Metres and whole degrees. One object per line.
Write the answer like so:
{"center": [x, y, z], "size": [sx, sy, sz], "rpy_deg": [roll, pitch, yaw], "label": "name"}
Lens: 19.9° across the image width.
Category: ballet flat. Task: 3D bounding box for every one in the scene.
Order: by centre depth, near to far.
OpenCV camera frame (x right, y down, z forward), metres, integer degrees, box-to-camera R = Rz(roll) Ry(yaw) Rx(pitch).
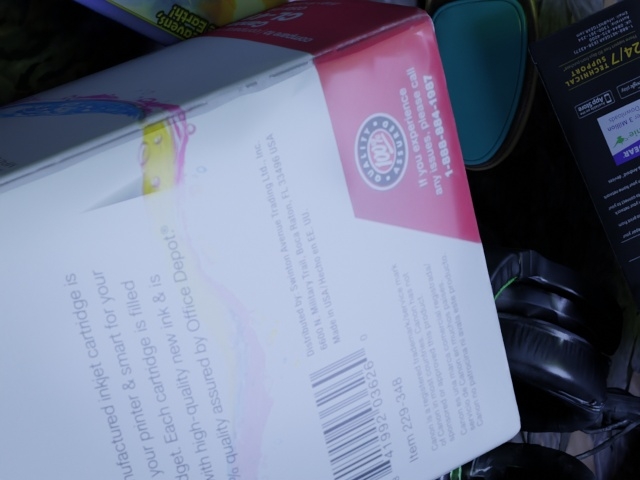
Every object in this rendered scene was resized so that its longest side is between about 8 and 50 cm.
{"center": [0.107, -0.163, 1.159], "size": [0.073, 0.080, 0.232], "rpy_deg": [-27, 116, -63], "label": "ballet flat"}

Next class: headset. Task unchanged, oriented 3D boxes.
{"center": [0.146, 0.127, 1.145], "size": [0.394, 0.185, 0.243], "rpy_deg": [-1, 95, -68], "label": "headset"}

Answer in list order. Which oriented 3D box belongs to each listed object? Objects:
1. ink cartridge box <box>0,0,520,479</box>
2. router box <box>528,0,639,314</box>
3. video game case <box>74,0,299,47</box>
{"center": [-0.078, 0.039, 0.837], "size": [0.306, 0.131, 0.226], "rpy_deg": [-23, 112, -27], "label": "ink cartridge box"}
{"center": [0.251, -0.013, 1.200], "size": [0.242, 0.081, 0.309], "rpy_deg": [69, 18, 11], "label": "router box"}
{"center": [-0.077, -0.229, 0.851], "size": [0.269, 0.061, 0.244], "rpy_deg": [24, 96, -45], "label": "video game case"}
